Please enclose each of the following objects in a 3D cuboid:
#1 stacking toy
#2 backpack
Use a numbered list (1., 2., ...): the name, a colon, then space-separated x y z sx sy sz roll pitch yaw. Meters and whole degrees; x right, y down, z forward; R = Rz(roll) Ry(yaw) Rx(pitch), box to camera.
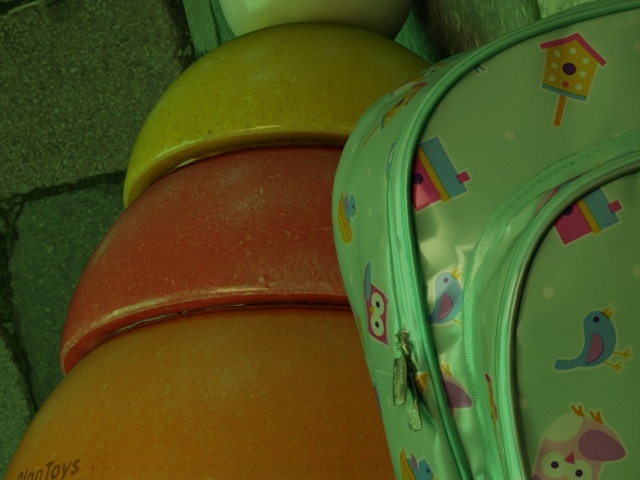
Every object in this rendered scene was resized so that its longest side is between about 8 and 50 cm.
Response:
1. stacking toy: 0.000 0.000 0.951 0.350 0.350 0.480 98 175 -69
2. backpack: 0.094 0.020 0.517 0.144 0.165 0.188 143 109 -80
